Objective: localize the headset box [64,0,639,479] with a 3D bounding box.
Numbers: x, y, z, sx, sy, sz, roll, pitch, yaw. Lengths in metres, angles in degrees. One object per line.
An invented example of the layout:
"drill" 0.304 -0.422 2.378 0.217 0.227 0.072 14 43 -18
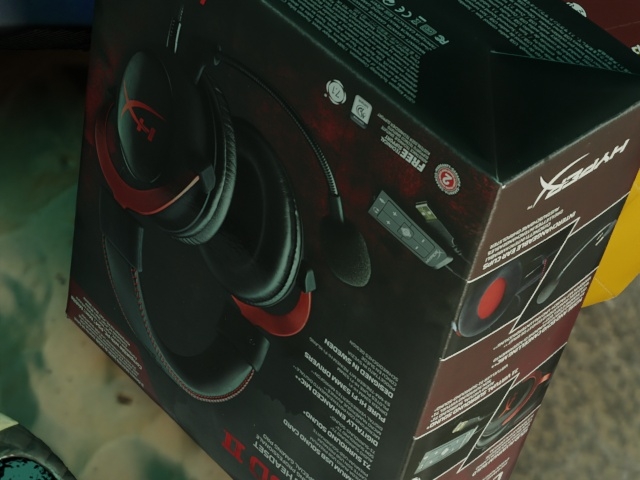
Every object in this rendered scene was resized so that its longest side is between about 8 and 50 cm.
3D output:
"headset box" 0.000 0.000 0.720 0.110 0.293 0.218 -30 59 -35

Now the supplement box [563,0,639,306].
"supplement box" 0.093 -0.085 0.790 0.129 0.191 0.194 -15 64 -30

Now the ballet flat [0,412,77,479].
"ballet flat" -0.129 0.146 0.777 0.057 0.049 0.173 -32 69 -15

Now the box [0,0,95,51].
"box" -0.145 -0.175 0.818 0.207 0.108 0.153 -6 94 -39
